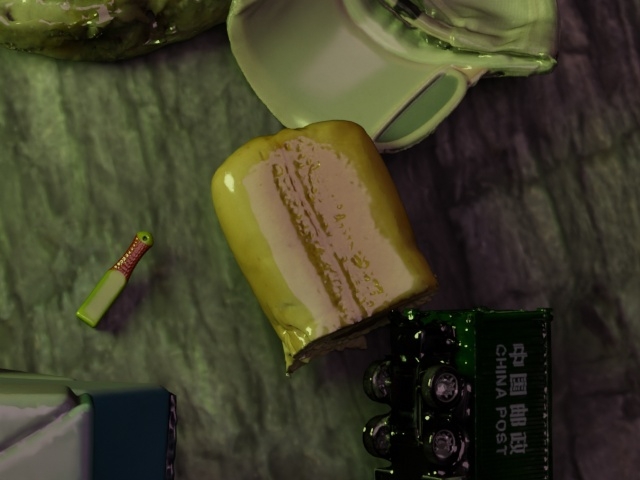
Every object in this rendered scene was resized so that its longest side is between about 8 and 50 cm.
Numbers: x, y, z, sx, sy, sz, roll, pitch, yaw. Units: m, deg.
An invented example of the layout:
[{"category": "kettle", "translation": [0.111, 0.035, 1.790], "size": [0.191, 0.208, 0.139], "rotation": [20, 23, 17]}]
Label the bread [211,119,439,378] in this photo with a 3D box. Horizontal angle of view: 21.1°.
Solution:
[{"category": "bread", "translation": [0.000, 0.000, 1.286], "size": [0.134, 0.085, 0.173], "rotation": [-22, 84, -11]}]

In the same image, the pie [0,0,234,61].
[{"category": "pie", "translation": [-0.174, -0.292, 1.329], "size": [0.339, 0.077, 0.339], "rotation": [1, 78, -5]}]

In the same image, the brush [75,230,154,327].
[{"category": "brush", "translation": [-0.152, 0.028, 1.281], "size": [0.019, 0.021, 0.083], "rotation": [35, 78, -1]}]

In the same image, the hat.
[{"category": "hat", "translation": [0.053, -0.181, 1.351], "size": [0.226, 0.164, 0.219], "rotation": [-34, 101, 21]}]

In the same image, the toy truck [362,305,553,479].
[{"category": "toy truck", "translation": [0.099, 0.178, 1.232], "size": [0.121, 0.088, 0.259], "rotation": [0, 90, -37]}]

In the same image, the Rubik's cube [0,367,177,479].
[{"category": "Rubik's cube", "translation": [-0.275, 0.227, 1.043], "size": [0.368, 0.358, 0.387], "rotation": [3, 87, -8]}]
